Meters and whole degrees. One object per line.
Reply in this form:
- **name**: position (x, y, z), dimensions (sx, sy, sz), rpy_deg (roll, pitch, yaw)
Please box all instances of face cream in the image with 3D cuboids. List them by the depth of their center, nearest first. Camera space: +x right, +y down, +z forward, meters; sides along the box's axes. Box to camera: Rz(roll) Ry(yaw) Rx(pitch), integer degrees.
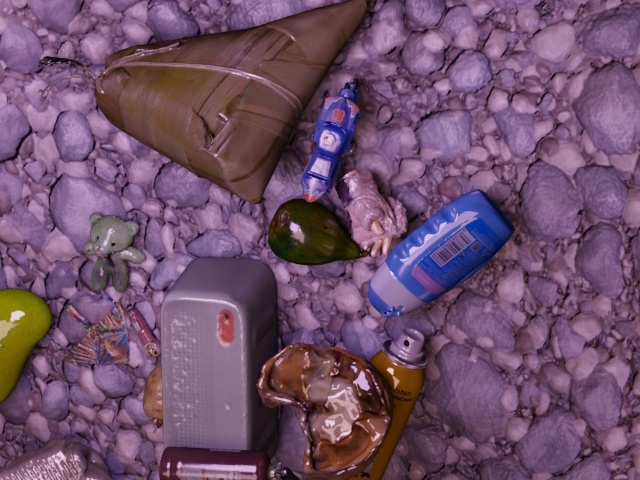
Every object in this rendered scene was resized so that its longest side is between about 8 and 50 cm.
- **face cream**: position (0.191, 0.032, 1.530), dimensions (0.264, 0.083, 0.149), rpy_deg (-40, 131, 14)
- **face cream**: position (0.100, 0.312, 1.632), dimensions (0.105, 0.105, 0.348), rpy_deg (23, 108, 3)

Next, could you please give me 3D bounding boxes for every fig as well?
- **fig**: position (0.000, 0.000, 1.570), dimensions (0.177, 0.117, 0.117), rpy_deg (24, 108, -8)

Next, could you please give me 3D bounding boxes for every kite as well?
- **kite**: position (-0.417, 0.175, 1.736), dimensions (0.160, 0.010, 0.183), rpy_deg (44, 105, -7)

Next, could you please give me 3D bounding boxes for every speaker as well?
- **speaker**: position (-0.178, 0.248, 1.622), dimensions (0.183, 0.184, 0.406), rpy_deg (3, 106, 10)

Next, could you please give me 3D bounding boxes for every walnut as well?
- **walnut**: position (0.027, 0.272, 1.537), dimensions (0.204, 0.141, 0.238), rpy_deg (-37, 70, 15)

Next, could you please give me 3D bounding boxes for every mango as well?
- **mango**: position (-0.622, 0.206, 1.719), dimensions (0.175, 0.143, 0.293), rpy_deg (42, 99, -5)

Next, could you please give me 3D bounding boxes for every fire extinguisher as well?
- **fire extinguisher**: position (-0.143, 0.387, 1.527), dimensions (0.231, 0.071, 0.099), rpy_deg (1, 134, 9)

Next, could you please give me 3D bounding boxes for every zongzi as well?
- **zongzi**: position (-0.190, -0.297, 1.515), dimensions (0.447, 0.181, 0.418), rpy_deg (28, 74, 27)

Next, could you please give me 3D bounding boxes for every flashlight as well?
- **flashlight**: position (-0.323, 0.175, 1.707), dimensions (0.052, 0.031, 0.110), rpy_deg (-27, 99, 16)

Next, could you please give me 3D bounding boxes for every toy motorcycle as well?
- **toy motorcycle**: position (0.020, -0.166, 1.508), dimensions (0.076, 0.114, 0.205), rpy_deg (21, 107, 3)

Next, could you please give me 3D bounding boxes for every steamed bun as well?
- **steamed bun**: position (-0.501, 0.493, 1.774), dimensions (0.218, 0.144, 0.211), rpy_deg (-33, 85, -10)

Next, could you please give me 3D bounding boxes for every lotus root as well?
- **lotus root**: position (-0.297, 0.288, 1.716), dimensions (0.072, 0.063, 0.151), rpy_deg (22, 107, 33)

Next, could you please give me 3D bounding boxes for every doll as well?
- **doll**: position (-0.375, 0.027, 1.659), dimensions (0.115, 0.077, 0.150), rpy_deg (10, 116, 8)

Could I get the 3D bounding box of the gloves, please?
- **gloves**: position (0.085, -0.051, 1.539), dimensions (0.094, 0.110, 0.144), rpy_deg (-28, 103, -27)
